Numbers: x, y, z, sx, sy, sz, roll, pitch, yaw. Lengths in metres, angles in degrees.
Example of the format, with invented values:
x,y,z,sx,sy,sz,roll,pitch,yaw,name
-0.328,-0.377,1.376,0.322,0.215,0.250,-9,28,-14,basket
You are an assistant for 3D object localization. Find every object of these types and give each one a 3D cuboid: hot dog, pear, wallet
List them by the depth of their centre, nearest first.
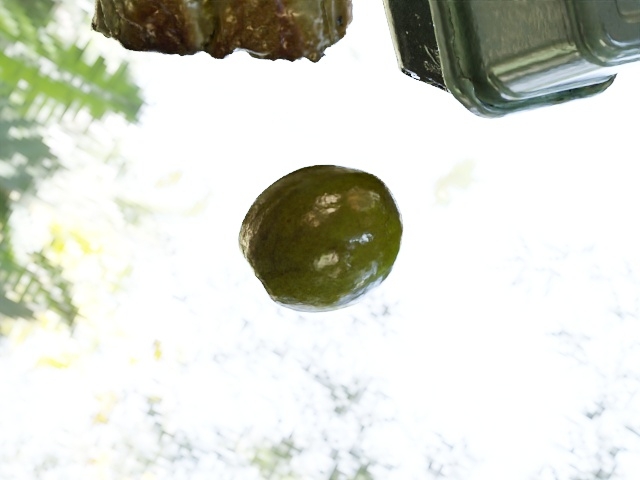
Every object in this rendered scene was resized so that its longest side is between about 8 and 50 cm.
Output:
x,y,z,sx,sy,sz,roll,pitch,yaw,name
0.096,-0.283,1.758,0.045,0.318,0.172,-29,-144,-19,wallet
0.000,0.000,1.760,0.162,0.149,0.149,-26,-148,-16,pear
-0.135,-0.441,2.365,0.367,0.365,0.196,3,-138,3,hot dog

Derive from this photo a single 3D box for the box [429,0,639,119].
x,y,z,sx,sy,sz,roll,pitch,yaw,name
0.195,-0.268,1.447,0.182,0.175,0.312,-5,-82,63,box
